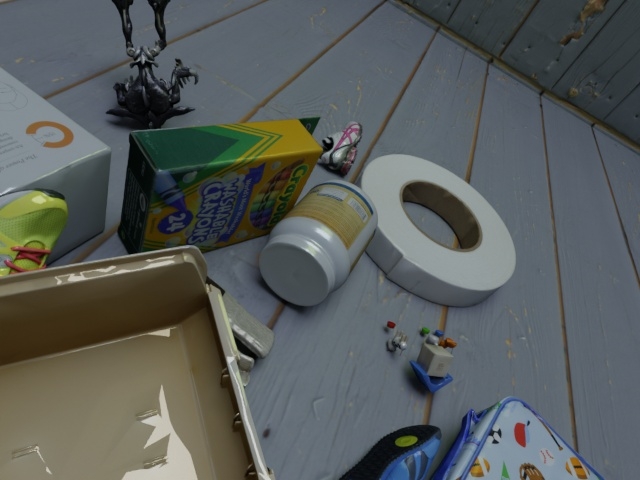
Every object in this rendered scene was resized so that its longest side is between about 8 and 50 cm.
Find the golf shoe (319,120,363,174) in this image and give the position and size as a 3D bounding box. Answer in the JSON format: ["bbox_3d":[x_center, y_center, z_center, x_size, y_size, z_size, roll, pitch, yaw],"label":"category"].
[{"bbox_3d":[0.050,-0.236,1.037,0.086,0.067,0.186,24,44,-6],"label":"golf shoe"}]

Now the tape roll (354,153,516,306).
[{"bbox_3d":[0.246,-0.036,0.965,0.392,0.072,0.392,16,45,-17],"label":"tape roll"}]

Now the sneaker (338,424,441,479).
[{"bbox_3d":[0.096,0.316,0.571,0.209,0.069,0.082,-15,88,-46],"label":"sneaker"}]

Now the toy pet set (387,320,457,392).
[{"bbox_3d":[0.175,0.196,0.736,0.122,0.065,0.114,14,11,-22],"label":"toy pet set"}]

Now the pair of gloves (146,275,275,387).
[{"bbox_3d":[-0.154,0.094,0.547,0.204,0.042,0.240,36,9,3],"label":"pair of gloves"}]

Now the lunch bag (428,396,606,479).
[{"bbox_3d":[0.252,0.365,0.572,0.243,0.115,0.303,43,45,15],"label":"lunch bag"}]

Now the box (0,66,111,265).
[{"bbox_3d":[-0.479,-0.113,0.549,0.345,0.168,0.215,36,43,5],"label":"box"}]

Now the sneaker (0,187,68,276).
[{"bbox_3d":[-0.321,0.041,0.452,0.094,0.208,0.081,40,6,20],"label":"sneaker"}]

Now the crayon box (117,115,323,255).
[{"bbox_3d":[-0.133,-0.083,0.692,0.323,0.203,0.083,-19,63,-40],"label":"crayon box"}]

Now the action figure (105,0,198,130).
[{"bbox_3d":[-0.319,-0.319,0.836,0.164,0.276,0.141,-2,9,-1],"label":"action figure"}]

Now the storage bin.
[{"bbox_3d":[-0.169,0.158,0.301,0.260,0.123,0.262,-11,56,-22],"label":"storage bin"}]

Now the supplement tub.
[{"bbox_3d":[0.000,0.000,0.736,0.144,0.144,0.200,35,43,4],"label":"supplement tub"}]

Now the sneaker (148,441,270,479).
[{"bbox_3d":[-0.212,0.183,0.483,0.384,0.145,0.147,44,9,21],"label":"sneaker"}]
